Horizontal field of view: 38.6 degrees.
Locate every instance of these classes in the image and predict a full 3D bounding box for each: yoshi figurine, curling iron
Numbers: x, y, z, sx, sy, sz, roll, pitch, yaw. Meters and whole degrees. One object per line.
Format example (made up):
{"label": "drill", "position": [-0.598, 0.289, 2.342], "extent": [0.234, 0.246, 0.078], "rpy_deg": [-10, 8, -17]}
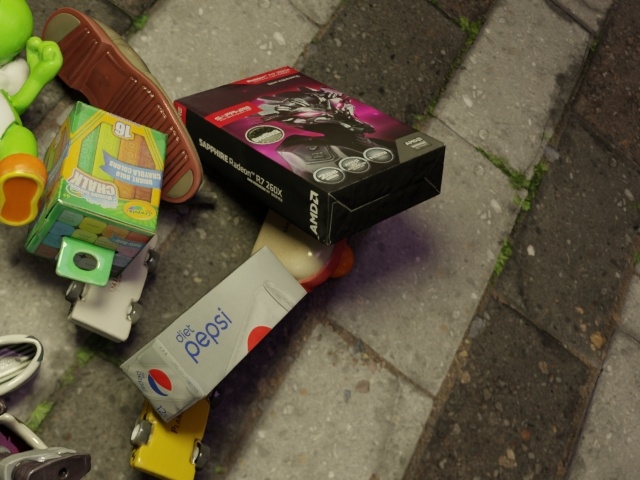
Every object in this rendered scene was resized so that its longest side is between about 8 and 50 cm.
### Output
{"label": "yoshi figurine", "position": [-0.438, -0.200, 1.179], "extent": [0.203, 0.203, 0.362], "rpy_deg": [35, 31, -44]}
{"label": "curling iron", "position": [-0.281, -0.071, 1.339], "extent": [0.273, 0.068, 0.035], "rpy_deg": [7, 66, -28]}

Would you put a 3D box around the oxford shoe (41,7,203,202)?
{"label": "oxford shoe", "position": [-0.267, -0.205, 1.359], "extent": [0.348, 0.123, 0.130], "rpy_deg": [55, 21, 11]}

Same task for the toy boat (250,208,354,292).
{"label": "toy boat", "position": [0.000, 0.000, 1.425], "extent": [0.151, 0.151, 0.231], "rpy_deg": [49, 49, -37]}

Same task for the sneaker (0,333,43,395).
{"label": "sneaker", "position": [-0.458, 0.178, 1.108], "extent": [0.258, 0.091, 0.094], "rpy_deg": [-31, 83, -34]}

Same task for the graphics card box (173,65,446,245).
{"label": "graphics card box", "position": [-0.025, -0.141, 1.365], "extent": [0.232, 0.094, 0.371], "rpy_deg": [-23, 42, -34]}

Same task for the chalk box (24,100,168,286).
{"label": "chalk box", "position": [-0.291, -0.045, 1.181], "extent": [0.132, 0.132, 0.213], "rpy_deg": [19, 51, -28]}

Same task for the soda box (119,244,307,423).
{"label": "soda box", "position": [-0.134, 0.117, 1.225], "extent": [0.098, 0.091, 0.286], "rpy_deg": [51, 35, -2]}

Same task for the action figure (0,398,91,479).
{"label": "action figure", "position": [-0.364, 0.257, 0.997], "extent": [0.099, 0.284, 0.186], "rpy_deg": [-22, 112, -54]}

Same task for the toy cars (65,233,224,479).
{"label": "toy cars", "position": [-0.248, 0.150, 1.240], "extent": [0.176, 0.087, 0.394], "rpy_deg": [-12, 69, -44]}

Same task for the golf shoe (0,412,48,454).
{"label": "golf shoe", "position": [-0.331, 0.323, 1.091], "extent": [0.273, 0.120, 0.105], "rpy_deg": [50, 53, 0]}
